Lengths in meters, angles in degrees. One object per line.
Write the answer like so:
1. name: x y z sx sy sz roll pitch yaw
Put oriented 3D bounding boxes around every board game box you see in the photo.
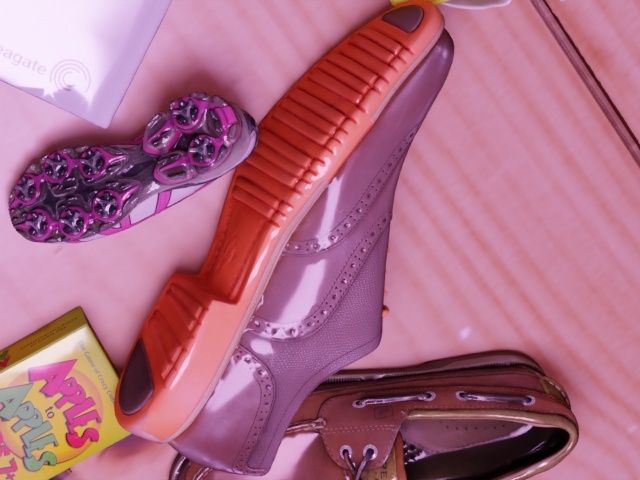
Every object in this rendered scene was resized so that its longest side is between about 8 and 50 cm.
1. board game box: -0.229 0.134 1.345 0.181 0.043 0.092 -29 110 -4

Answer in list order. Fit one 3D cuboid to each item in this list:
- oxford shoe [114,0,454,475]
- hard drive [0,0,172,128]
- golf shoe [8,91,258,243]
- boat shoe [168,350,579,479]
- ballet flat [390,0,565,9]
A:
1. oxford shoe: 0.000 0.000 1.318 0.132 0.130 0.364 31 97 -24
2. hard drive: -0.168 -0.280 1.236 0.233 0.047 0.353 25 99 -19
3. golf shoe: -0.128 -0.041 1.303 0.186 0.086 0.067 -21 77 15
4. boat shoe: 0.040 0.156 1.383 0.307 0.104 0.111 -17 111 -7
5. ballet flat: 0.151 -0.205 1.329 0.231 0.077 0.077 -9 129 -8
